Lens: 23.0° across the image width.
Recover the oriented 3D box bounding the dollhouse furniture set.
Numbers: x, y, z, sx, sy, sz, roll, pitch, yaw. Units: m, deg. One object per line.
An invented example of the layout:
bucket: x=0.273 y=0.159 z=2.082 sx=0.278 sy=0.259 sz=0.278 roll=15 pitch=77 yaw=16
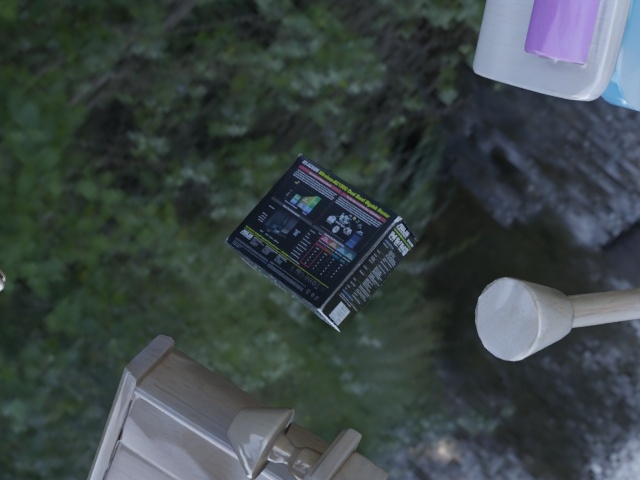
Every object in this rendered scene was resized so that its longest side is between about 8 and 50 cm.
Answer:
dollhouse furniture set: x=-0.125 y=0.231 z=0.842 sx=0.173 sy=0.355 sz=0.303 roll=31 pitch=128 yaw=12

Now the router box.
router box: x=0.000 y=0.000 z=1.178 sx=0.122 sy=0.092 sz=0.038 roll=35 pitch=171 yaw=42

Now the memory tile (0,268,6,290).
memory tile: x=-0.281 y=0.019 z=1.018 sx=0.148 sy=0.012 sz=0.113 roll=19 pitch=153 yaw=-15

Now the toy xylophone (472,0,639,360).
toy xylophone: x=0.165 y=-0.071 z=0.562 sx=0.081 sy=0.322 sz=0.236 roll=21 pitch=112 yaw=45
